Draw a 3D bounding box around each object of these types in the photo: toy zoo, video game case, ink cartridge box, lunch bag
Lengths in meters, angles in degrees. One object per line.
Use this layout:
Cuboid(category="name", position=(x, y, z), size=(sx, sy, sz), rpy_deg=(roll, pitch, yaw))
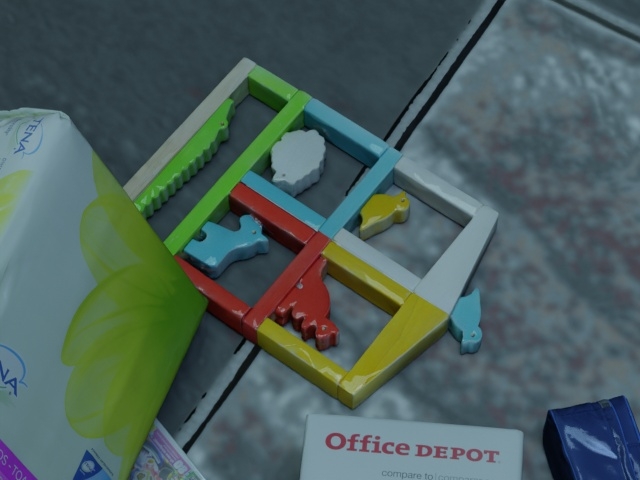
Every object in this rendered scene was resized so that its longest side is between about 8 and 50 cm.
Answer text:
Cuboid(category="toy zoo", position=(0.000, 0.000, 1.390), size=(0.293, 0.030, 0.192), rpy_deg=(34, 66, 17))
Cuboid(category="video game case", position=(-0.153, 0.180, 1.302), size=(0.122, 0.011, 0.087), rpy_deg=(-35, 67, -17))
Cuboid(category="ink cartridge box", position=(0.055, 0.233, 1.228), size=(0.154, 0.093, 0.212), rpy_deg=(5, 60, 4))
Cuboid(category="lunch bag", position=(0.202, 0.162, 1.280), size=(0.065, 0.067, 0.098), rpy_deg=(-13, 63, -6))

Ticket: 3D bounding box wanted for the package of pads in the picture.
Cuboid(category="package of pads", position=(-0.208, 0.085, 1.212), size=(0.101, 0.229, 0.296), rpy_deg=(-1, 50, 31))
